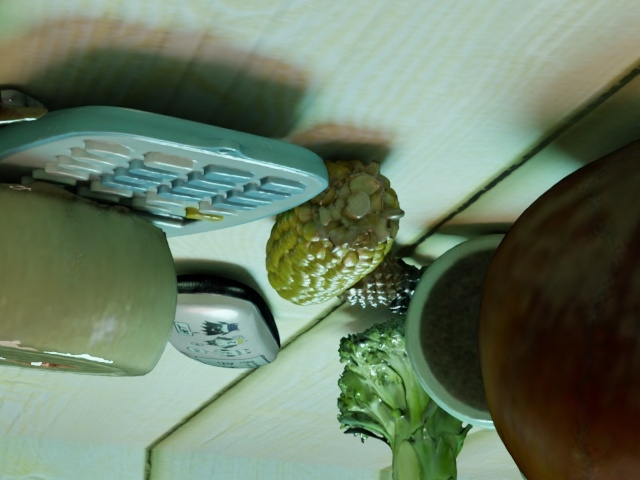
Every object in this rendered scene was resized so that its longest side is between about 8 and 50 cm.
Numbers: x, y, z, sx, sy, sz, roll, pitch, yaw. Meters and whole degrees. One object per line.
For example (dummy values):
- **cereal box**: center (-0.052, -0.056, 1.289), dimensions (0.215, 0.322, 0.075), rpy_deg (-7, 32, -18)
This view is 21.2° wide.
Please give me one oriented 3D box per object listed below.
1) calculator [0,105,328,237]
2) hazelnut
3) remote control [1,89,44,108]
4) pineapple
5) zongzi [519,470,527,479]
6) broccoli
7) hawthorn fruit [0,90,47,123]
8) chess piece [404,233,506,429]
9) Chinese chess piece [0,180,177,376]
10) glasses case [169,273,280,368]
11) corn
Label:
- **calculator**: center (-0.152, -0.056, 1.429), dimensions (0.256, 0.054, 0.386), rpy_deg (11, 171, -26)
- **hazelnut**: center (0.327, 0.082, 1.368), dimensions (0.409, 0.359, 0.359), rpy_deg (-11, 161, 20)
- **remote control**: center (-0.316, -0.101, 1.413), dimensions (0.184, 0.027, 0.050), rpy_deg (-5, 166, 26)
- **pineapple**: center (0.076, 0.042, 1.782), dimensions (0.074, 0.074, 0.159), rpy_deg (-9, 163, 40)
- **zongzi**: center (0.429, 0.214, 1.909), dimensions (0.360, 0.160, 0.323), rpy_deg (-19, -157, -16)
- **broccoli**: center (0.135, 0.244, 2.012), dimensions (0.221, 0.361, 0.252), rpy_deg (22, 119, -34)
- **hawthorn fruit**: center (-0.314, -0.082, 1.184), dimensions (0.251, 0.190, 0.189), rpy_deg (4, 166, -17)
- **chess piece**: center (0.211, 0.101, 1.788), dimensions (0.194, 0.195, 0.299), rpy_deg (-1, 174, 17)
- **Chinese chess piece**: center (-0.294, 0.035, 1.499), dimensions (0.338, 0.141, 0.338), rpy_deg (8, 171, 1)
- **glasses case**: center (-0.120, 0.099, 2.019), dimensions (0.122, 0.075, 0.314), rpy_deg (5, 165, 7)
- **corn**: center (0.000, 0.000, 1.576), dimensions (0.106, 0.106, 0.305), rpy_deg (6, 167, -10)
